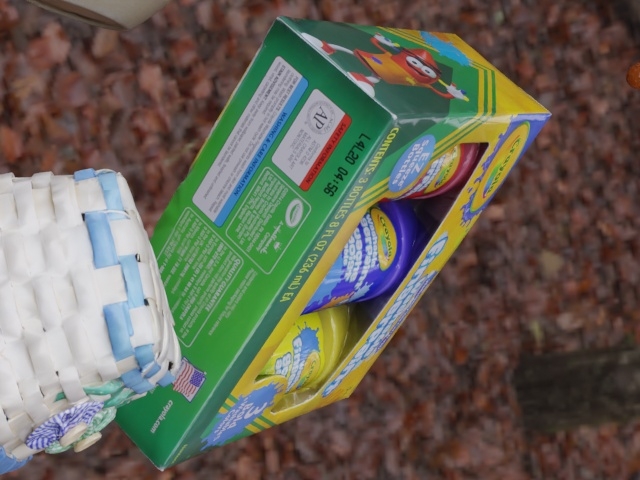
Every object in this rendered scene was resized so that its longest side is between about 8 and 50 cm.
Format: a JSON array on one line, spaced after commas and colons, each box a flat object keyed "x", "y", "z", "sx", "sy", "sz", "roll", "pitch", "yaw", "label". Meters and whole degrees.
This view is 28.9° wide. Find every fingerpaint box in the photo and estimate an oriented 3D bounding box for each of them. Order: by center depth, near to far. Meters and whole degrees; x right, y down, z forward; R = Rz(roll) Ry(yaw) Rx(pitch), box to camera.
[{"x": 0.000, "y": 0.000, "z": 1.311, "sx": 0.163, "sy": 0.445, "sz": 0.371, "roll": 43, "pitch": 25, "yaw": 21, "label": "fingerpaint box"}]

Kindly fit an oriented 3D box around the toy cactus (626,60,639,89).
[{"x": 0.345, "y": -0.185, "z": 1.015, "sx": 0.112, "sy": 0.180, "sz": 0.219, "roll": 40, "pitch": 58, "yaw": 5, "label": "toy cactus"}]

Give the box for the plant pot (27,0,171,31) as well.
[{"x": -0.239, "y": -0.334, "z": 1.320, "sx": 0.284, "sy": 0.284, "sz": 0.191, "roll": 18, "pitch": 89, "yaw": -59, "label": "plant pot"}]

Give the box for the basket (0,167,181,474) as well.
[{"x": -0.251, "y": 0.064, "z": 0.857, "sx": 0.255, "sy": 0.288, "sz": 0.201, "roll": 93, "pitch": -14, "yaw": -78, "label": "basket"}]
